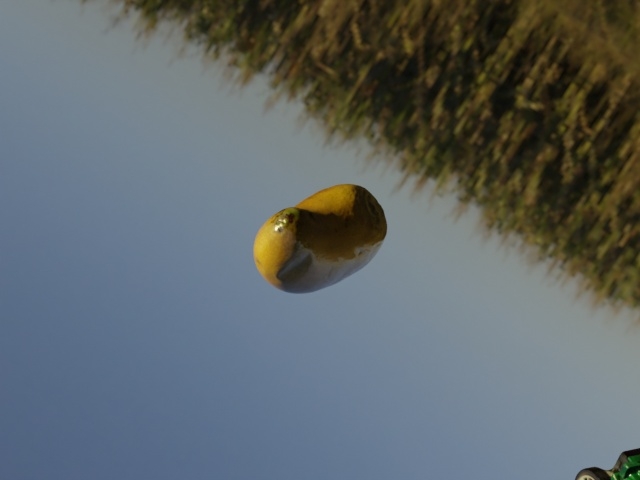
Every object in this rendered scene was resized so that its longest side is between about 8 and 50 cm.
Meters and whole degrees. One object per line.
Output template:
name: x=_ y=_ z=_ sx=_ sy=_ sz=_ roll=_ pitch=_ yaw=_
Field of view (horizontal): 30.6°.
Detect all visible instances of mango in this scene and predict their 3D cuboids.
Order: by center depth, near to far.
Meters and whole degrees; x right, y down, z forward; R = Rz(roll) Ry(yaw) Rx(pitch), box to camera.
mango: x=0.000 y=0.000 z=1.002 sx=0.075 sy=0.098 sz=0.190 roll=35 pitch=-159 yaw=17

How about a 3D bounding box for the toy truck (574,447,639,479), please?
toy truck: x=0.172 y=0.178 z=0.643 sx=0.065 sy=0.147 sz=0.079 roll=-4 pitch=-141 yaw=-28
